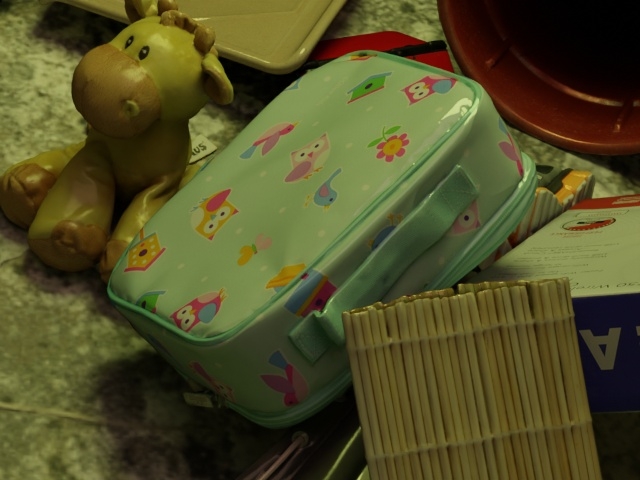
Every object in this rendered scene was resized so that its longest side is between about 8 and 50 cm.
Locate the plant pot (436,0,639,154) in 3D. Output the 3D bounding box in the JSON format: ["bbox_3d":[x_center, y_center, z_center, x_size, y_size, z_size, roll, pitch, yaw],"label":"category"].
[{"bbox_3d":[0.273,-0.253,1.639,0.272,0.272,0.265,25,36,10],"label":"plant pot"}]

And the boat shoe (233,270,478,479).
[{"bbox_3d":[0.018,0.116,1.277,0.095,0.112,0.335,29,48,8],"label":"boat shoe"}]

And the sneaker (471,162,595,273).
[{"bbox_3d":[0.144,-0.017,1.455,0.083,0.084,0.215,21,17,20],"label":"sneaker"}]

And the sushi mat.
[{"bbox_3d":[0.110,0.183,1.149,0.151,0.019,0.316,-10,89,-15],"label":"sushi mat"}]

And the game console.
[{"bbox_3d":[0.035,-0.126,1.604,0.144,0.085,0.124,-12,80,-25],"label":"game console"}]

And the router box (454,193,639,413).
[{"bbox_3d":[0.292,0.029,1.279,0.335,0.082,0.301,-6,12,29],"label":"router box"}]

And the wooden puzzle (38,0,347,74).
[{"bbox_3d":[-0.095,-0.219,1.629,0.239,0.044,0.221,16,35,11],"label":"wooden puzzle"}]

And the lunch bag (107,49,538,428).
[{"bbox_3d":[0.000,0.000,1.279,0.279,0.108,0.224,-45,32,-14],"label":"lunch bag"}]

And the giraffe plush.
[{"bbox_3d":[-0.130,-0.087,1.401,0.181,0.170,0.210,25,44,10],"label":"giraffe plush"}]
